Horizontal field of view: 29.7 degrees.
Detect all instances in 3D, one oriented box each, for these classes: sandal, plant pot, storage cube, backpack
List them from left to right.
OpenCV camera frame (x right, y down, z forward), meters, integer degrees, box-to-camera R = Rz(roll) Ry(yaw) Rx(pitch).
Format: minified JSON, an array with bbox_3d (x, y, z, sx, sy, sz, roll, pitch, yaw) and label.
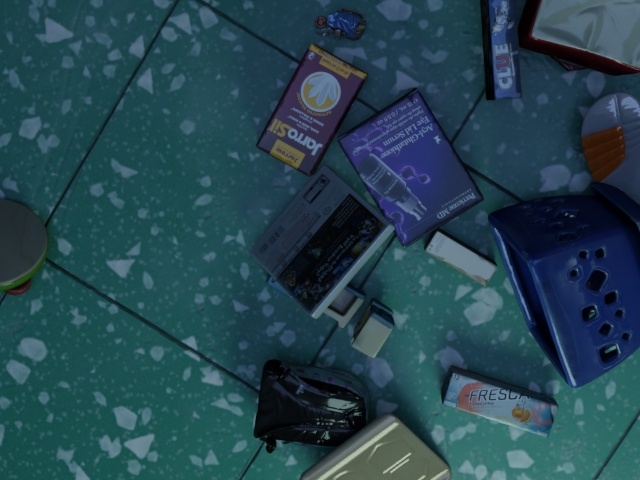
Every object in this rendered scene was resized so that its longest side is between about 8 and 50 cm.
[{"bbox_3d":[-0.010,0.266,1.965,0.182,0.115,0.152,8,109,1],"label":"backpack"},{"bbox_3d":[0.411,0.051,1.841,0.212,0.236,0.236,-22,111,0],"label":"plant pot"},{"bbox_3d":[0.416,-0.363,1.829,0.184,0.193,0.215,17,96,1],"label":"storage cube"},{"bbox_3d":[0.476,-0.118,1.919,0.102,0.076,0.265,-4,118,20],"label":"sandal"}]

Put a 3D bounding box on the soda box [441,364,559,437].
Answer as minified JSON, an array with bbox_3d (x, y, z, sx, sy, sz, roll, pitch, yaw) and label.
[{"bbox_3d":[0.291,0.262,1.972,0.183,0.063,0.058,17,97,1],"label":"soda box"}]

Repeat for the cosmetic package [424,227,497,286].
[{"bbox_3d":[0.226,0.026,1.951,0.115,0.060,0.041,31,98,1],"label":"cosmetic package"}]

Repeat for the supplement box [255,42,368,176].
[{"bbox_3d":[-0.013,-0.207,1.926,0.104,0.081,0.188,29,98,-1],"label":"supplement box"}]

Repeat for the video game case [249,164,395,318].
[{"bbox_3d":[0.000,0.000,1.903,0.190,0.022,0.173,-49,56,5],"label":"video game case"}]

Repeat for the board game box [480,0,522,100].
[{"bbox_3d":[0.273,-0.338,1.853,0.042,0.165,0.243,-4,96,4],"label":"board game box"}]

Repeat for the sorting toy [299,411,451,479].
[{"bbox_3d":[0.091,0.382,1.974,0.193,0.038,0.208,-37,128,6],"label":"sorting toy"}]

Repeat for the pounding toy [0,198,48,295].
[{"bbox_3d":[-0.557,0.045,1.965,0.237,0.110,0.183,-29,60,-28],"label":"pounding toy"}]

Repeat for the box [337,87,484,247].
[{"bbox_3d":[0.142,-0.115,1.915,0.153,0.108,0.207,-33,93,6],"label":"box"}]

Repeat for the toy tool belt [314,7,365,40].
[{"bbox_3d":[0.030,-0.345,1.922,0.083,0.051,0.052,9,97,2],"label":"toy tool belt"}]

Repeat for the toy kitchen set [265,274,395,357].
[{"bbox_3d":[0.027,0.073,1.913,0.207,0.166,0.122,30,95,-1],"label":"toy kitchen set"}]
